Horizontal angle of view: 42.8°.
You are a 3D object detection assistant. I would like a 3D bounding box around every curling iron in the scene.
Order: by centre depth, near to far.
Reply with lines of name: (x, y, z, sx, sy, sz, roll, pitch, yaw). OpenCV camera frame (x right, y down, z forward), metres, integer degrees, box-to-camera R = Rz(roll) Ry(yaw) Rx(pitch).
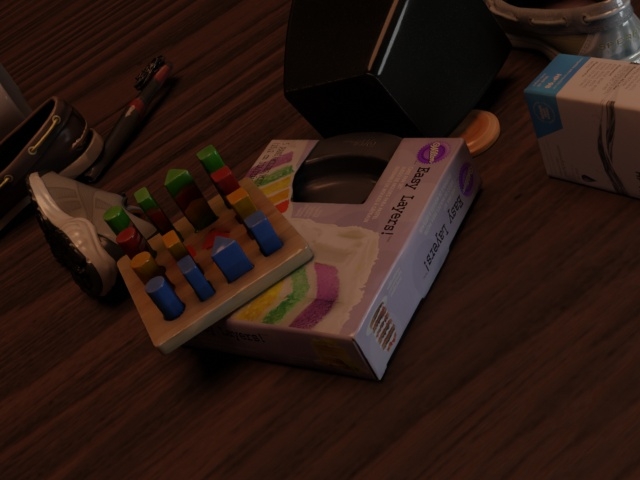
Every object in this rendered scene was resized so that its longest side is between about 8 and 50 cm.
curling iron: (-0.288, -0.185, 1.237, 0.068, 0.035, 0.274, -26, 35, 40)

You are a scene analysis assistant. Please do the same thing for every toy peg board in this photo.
toy peg board: (-0.119, -0.005, 0.759, 0.161, 0.079, 0.160, -34, 37, -6)

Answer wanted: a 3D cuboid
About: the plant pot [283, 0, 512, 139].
plant pot: (0.067, -0.192, 0.885, 0.187, 0.188, 0.167, -3, 55, 42)

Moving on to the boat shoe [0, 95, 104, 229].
boat shoe: (-0.463, -0.077, 1.147, 0.324, 0.096, 0.116, -36, 38, -1)

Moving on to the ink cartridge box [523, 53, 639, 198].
ink cartridge box: (0.274, -0.093, 0.700, 0.060, 0.104, 0.180, -44, 39, -20)

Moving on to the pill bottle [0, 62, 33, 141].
pill bottle: (-0.637, -0.144, 1.266, 0.361, 0.204, 0.204, -32, 36, -6)

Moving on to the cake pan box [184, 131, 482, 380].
cake pan box: (0.000, 0.000, 0.798, 0.246, 0.070, 0.267, 7, 49, 35)

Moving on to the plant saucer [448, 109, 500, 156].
plant saucer: (0.152, -0.116, 0.883, 0.083, 0.013, 0.083, -18, 38, 14)

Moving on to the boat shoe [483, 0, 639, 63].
boat shoe: (0.261, -0.273, 0.925, 0.118, 0.103, 0.320, -25, 36, 3)

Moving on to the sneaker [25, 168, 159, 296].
sneaker: (-0.280, -0.022, 0.994, 0.108, 0.100, 0.271, -28, 37, -24)
